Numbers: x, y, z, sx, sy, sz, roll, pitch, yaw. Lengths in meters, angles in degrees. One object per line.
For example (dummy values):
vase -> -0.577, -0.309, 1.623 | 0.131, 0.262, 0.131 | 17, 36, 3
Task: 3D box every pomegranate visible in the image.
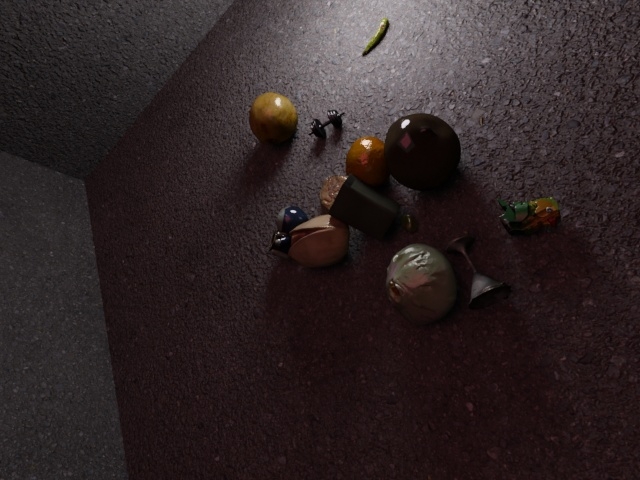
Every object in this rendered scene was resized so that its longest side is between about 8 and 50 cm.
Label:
pomegranate -> -0.245, -0.628, 2.145 | 0.261, 0.260, 0.260 | -12, 68, 32

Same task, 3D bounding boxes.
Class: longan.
longan -> 0.375, -0.335, 1.568 | 0.297, 0.297, 0.297 | -12, 68, 32

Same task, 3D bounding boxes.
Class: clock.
clock -> -0.152, -0.043, 1.939 | 0.199, 0.147, 0.243 | -133, 65, -81

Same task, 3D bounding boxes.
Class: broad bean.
broad bean -> 0.350, -0.070, 1.654 | 0.063, 0.045, 0.083 | -54, 44, 23

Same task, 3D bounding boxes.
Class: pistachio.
pistachio -> 0.000, 0.000, 1.765 | 0.309, 0.230, 0.229 | -12, 68, 34

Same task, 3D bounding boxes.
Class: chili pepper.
chili pepper -> 0.272, -0.990, 2.020 | 0.049, 0.043, 0.208 | 38, 99, 25

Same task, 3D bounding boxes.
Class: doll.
doll -> 0.686, -0.086, 1.377 | 0.186, 0.106, 0.134 | -7, 59, 34

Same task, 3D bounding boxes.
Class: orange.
orange -> 0.199, -0.321, 1.731 | 0.219, 0.193, 0.219 | 168, 90, -72

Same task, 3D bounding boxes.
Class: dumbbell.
dumbbell -> 0.028, -0.563, 2.014 | 0.209, 0.099, 0.099 | -26, 61, 25

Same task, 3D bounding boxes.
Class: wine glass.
wine glass -> 0.522, 0.100, 1.416 | 0.156, 0.156, 0.232 | -34, 53, 22

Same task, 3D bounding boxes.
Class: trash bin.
trash bin -> 0.174, -0.126, 1.662 | 0.241, 0.122, 0.164 | 31, 124, 3

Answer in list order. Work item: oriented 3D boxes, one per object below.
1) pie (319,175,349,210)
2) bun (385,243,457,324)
pie -> 0.083, -0.211, 1.885 | 0.218, 0.052, 0.185 | 3, 75, 34
bun -> 0.321, 0.153, 1.464 | 0.293, 0.187, 0.293 | -16, 72, 59
